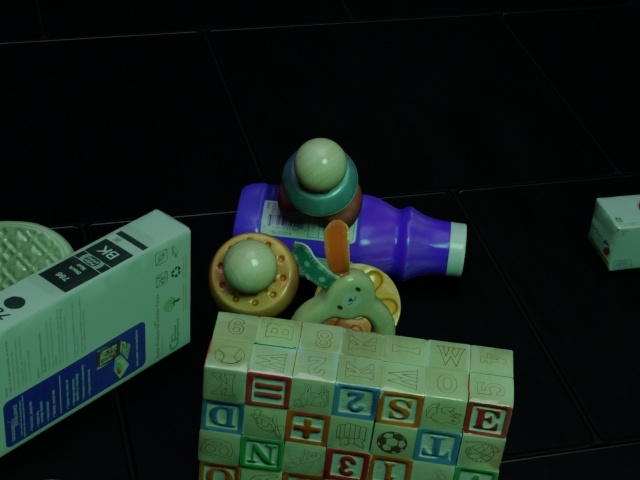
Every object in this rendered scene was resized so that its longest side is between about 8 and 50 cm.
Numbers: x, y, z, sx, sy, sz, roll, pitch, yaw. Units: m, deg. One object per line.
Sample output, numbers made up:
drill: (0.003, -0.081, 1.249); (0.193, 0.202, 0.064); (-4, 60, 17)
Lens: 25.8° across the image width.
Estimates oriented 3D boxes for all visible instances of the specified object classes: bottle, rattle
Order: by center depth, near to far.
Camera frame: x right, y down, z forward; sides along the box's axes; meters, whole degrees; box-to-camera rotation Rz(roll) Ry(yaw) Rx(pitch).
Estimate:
rattle: (0.028, 0.100, 1.480); (0.130, 0.199, 0.142); (3, 36, -2)
bottle: (0.036, -0.003, 1.715); (0.283, 0.092, 0.118); (6, 40, 1)

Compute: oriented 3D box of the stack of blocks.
stack of blocks: (0.033, 0.181, 1.395); (0.297, 0.171, 0.087); (7, 36, 2)

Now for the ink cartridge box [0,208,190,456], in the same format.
ink cartridge box: (-0.273, 0.106, 1.469); (0.065, 0.165, 0.333); (29, 41, 30)

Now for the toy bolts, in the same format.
toy bolts: (0.000, 0.000, 1.573); (0.218, 0.158, 0.228); (17, 75, 5)

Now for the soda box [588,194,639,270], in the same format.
soda box: (0.461, -0.017, 1.803); (0.216, 0.069, 0.074); (-5, 36, -14)

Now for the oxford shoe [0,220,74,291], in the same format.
oxford shoe: (-0.481, 0.048, 1.574); (0.449, 0.169, 0.130); (0, -9, 6)
